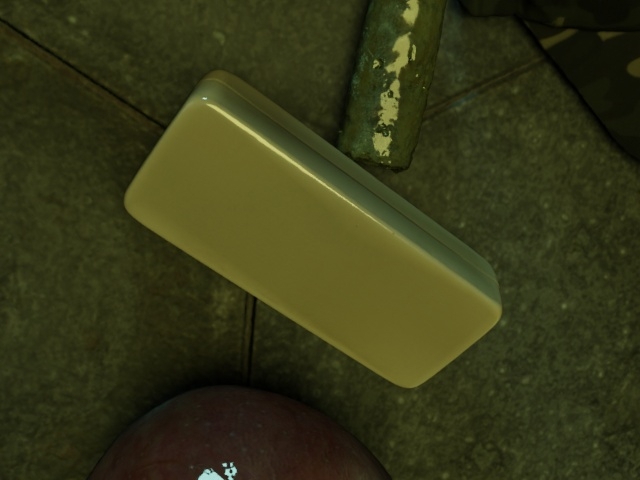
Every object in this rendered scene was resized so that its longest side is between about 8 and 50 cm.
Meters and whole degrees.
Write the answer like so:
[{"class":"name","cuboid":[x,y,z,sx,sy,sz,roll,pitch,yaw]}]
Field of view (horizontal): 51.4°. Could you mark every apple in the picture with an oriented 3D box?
[{"class":"apple","cuboid":[-0.066,0.275,0.597,0.306,0.235,0.305,-3,106,-10]}]

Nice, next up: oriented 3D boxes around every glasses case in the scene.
[{"class":"glasses case","cuboid":[0.000,0.000,0.607,0.337,0.076,0.144,35,119,-16]}]

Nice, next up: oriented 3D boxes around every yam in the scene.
[{"class":"yam","cuboid":[0.065,-0.153,0.613,0.078,0.078,0.179,9,100,-13]}]

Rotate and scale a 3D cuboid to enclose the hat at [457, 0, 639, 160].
[{"class":"hat","cuboid":[0.352,-0.248,0.590,0.366,0.257,0.381,-43,87,2]}]
